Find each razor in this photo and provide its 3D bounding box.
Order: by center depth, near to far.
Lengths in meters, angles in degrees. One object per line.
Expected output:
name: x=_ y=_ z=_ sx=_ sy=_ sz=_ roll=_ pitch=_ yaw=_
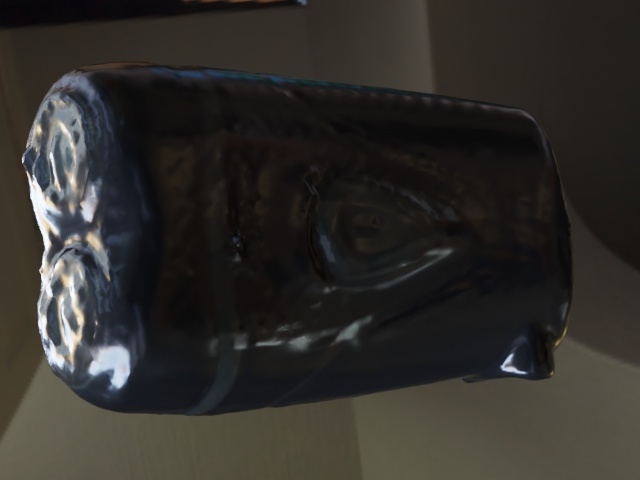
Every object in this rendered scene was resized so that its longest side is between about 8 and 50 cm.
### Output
razor: x=-0.002 y=0.000 z=0.722 sx=0.349 sy=0.204 sz=0.113 roll=1 pitch=171 yaw=-32
